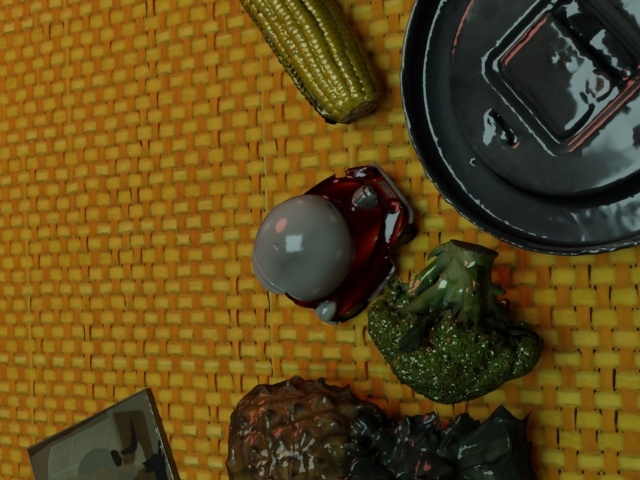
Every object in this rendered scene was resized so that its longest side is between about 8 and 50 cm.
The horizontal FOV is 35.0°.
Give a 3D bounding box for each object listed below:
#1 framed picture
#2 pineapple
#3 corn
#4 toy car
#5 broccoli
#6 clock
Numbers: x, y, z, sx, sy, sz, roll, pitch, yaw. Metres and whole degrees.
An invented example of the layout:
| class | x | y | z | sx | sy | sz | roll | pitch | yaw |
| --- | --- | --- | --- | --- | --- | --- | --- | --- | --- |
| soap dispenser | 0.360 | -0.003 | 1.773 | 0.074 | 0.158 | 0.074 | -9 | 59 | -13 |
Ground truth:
| class | x | y | z | sx | sy | sz | roll | pitch | yaw |
| --- | --- | --- | --- | --- | --- | --- | --- | --- | --- |
| framed picture | -0.227 | 0.252 | 1.063 | 0.201 | 0.010 | 0.136 | -28 | 76 | 31 |
| pineapple | 0.049 | 0.171 | 0.811 | 0.248 | 0.128 | 0.128 | -2 | 89 | 30 |
| corn | -0.015 | -0.185 | 0.879 | 0.072 | 0.072 | 0.203 | -42 | 69 | 27 |
| toy car | 0.000 | 0.000 | 0.843 | 0.139 | 0.112 | 0.112 | -47 | 66 | 26 |
| broccoli | 0.100 | 0.062 | 0.756 | 0.131 | 0.130 | 0.120 | 13 | 101 | -9 |
| clock | 0.191 | -0.125 | 0.746 | 0.280 | 0.055 | 0.281 | 1 | 91 | 34 |
